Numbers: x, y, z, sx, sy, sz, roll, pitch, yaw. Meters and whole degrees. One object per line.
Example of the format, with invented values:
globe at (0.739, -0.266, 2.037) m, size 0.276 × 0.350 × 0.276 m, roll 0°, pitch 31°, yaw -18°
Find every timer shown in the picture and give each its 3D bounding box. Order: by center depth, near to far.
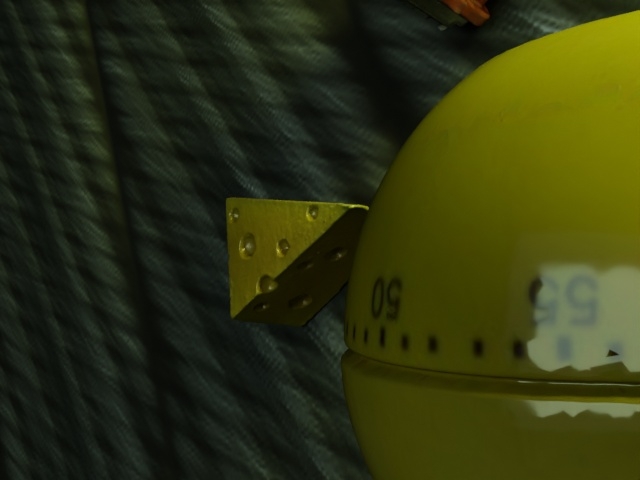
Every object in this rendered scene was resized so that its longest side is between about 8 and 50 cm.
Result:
timer at (0.187, 0.089, 0.458) m, size 0.376 × 0.376 × 0.386 m, roll -7°, pitch 89°, yaw 47°

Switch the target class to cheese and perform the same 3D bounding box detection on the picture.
cheese at (0.000, 0.000, 0.844) m, size 0.171 × 0.093 × 0.126 m, roll -20°, pitch 68°, yaw 43°

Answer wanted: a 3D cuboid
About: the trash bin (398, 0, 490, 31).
trash bin at (0.120, -0.306, 0.714) m, size 0.239 × 0.184 × 0.161 m, roll -39°, pitch 56°, yaw 29°
